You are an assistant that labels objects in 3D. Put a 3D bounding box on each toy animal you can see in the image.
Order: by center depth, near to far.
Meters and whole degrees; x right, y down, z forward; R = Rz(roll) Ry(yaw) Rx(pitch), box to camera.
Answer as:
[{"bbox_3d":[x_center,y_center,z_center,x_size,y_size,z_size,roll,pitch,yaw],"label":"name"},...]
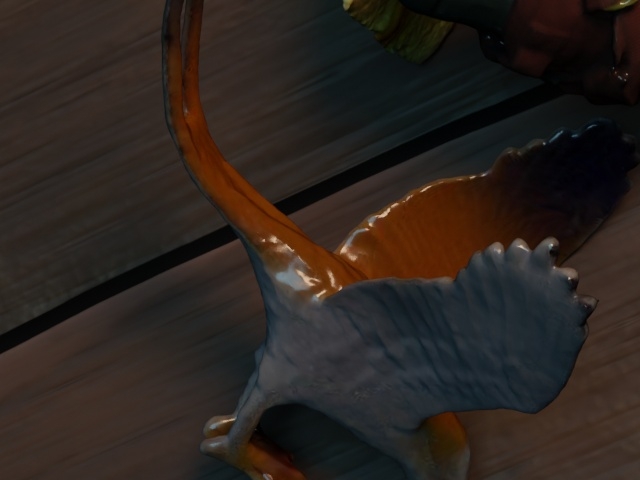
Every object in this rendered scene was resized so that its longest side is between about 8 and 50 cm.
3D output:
[{"bbox_3d":[-0.008,0.019,1.039,0.284,0.225,0.302,29,119,-2],"label":"toy animal"}]

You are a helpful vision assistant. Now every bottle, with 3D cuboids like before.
[{"bbox_3d":[0.171,-0.137,1.009,0.271,0.156,0.143,8,67,-13],"label":"bottle"}]

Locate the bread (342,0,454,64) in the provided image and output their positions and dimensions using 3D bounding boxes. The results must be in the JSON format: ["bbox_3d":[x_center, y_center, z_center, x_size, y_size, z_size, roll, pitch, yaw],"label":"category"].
[{"bbox_3d":[0.046,-0.262,1.114,0.163,0.168,0.264,34,93,22],"label":"bread"}]
